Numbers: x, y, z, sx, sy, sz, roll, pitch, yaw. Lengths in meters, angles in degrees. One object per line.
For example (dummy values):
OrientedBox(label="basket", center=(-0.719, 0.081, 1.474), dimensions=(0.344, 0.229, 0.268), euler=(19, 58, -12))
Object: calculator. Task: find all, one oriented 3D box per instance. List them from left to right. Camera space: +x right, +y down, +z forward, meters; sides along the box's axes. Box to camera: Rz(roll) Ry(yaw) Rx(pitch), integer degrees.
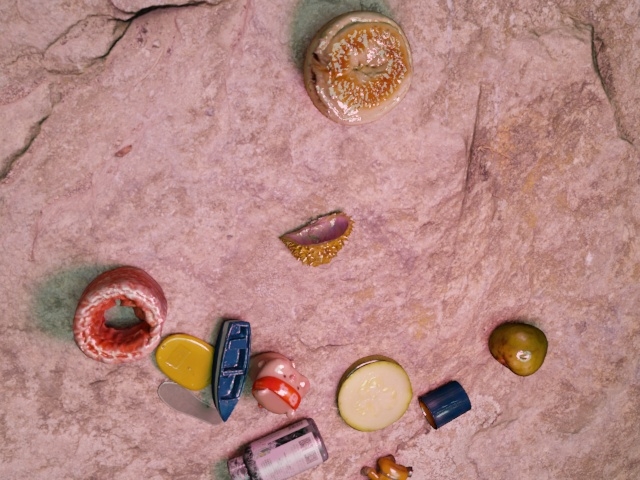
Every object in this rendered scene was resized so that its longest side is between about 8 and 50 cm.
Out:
OrientedBox(label="calculator", center=(-0.367, 0.358, 1.805), dimensions=(0.235, 0.032, 0.146), euler=(38, 92, -24))

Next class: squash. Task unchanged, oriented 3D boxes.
OrientedBox(label="squash", center=(0.168, 0.487, 1.999), dimensions=(0.252, 0.049, 0.252), euler=(-4, 106, -13))

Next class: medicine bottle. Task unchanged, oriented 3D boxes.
OrientedBox(label="medicine bottle", center=(-0.132, 0.660, 1.902), dimensions=(0.293, 0.141, 0.141), euler=(-22, 110, -11))

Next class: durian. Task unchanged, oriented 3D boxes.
OrientedBox(label="durian", center=(-0.001, 0.000, 1.778), dimensions=(0.182, 0.165, 0.132), euler=(-13, 77, -36))

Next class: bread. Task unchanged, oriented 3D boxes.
OrientedBox(label="bread", center=(0.093, -0.453, 1.646), dimensions=(0.305, 0.159, 0.306), euler=(-6, 110, -18))

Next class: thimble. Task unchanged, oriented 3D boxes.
OrientedBox(label="thimble", center=(-0.523, 0.194, 1.646), dimensions=(0.239, 0.162, 0.239), euler=(-3, 103, -14))

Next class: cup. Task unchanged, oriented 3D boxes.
OrientedBox(label="cup", center=(0.408, 0.540, 2.062), dimensions=(0.138, 0.150, 0.113), euler=(-25, 77, -10))

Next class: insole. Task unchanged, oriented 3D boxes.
OrientedBox(label="insole", center=(-0.383, 0.488, 1.852), dimensions=(0.232, 0.003, 0.080), euler=(37, 93, -22))

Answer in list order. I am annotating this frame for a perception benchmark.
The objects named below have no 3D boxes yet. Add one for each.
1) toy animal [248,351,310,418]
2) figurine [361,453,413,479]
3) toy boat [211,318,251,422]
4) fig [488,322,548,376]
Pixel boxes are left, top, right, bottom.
OrientedBox(label="toy animal", center=(-0.127, 0.409, 1.802), dimensions=(0.171, 0.198, 0.171), euler=(-6, 111, -14))
OrientedBox(label="figurine", center=(0.194, 0.838, 2.040), dimensions=(0.192, 0.167, 0.257), euler=(20, 97, -7))
OrientedBox(label="toy boat", center=(-0.264, 0.372, 1.798), dimensions=(0.096, 0.061, 0.299), euler=(5, 96, -45))
OrientedBox(label="fig", center=(0.652, 0.349, 2.032), dimensions=(0.191, 0.181, 0.181), euler=(-30, 113, -26))
